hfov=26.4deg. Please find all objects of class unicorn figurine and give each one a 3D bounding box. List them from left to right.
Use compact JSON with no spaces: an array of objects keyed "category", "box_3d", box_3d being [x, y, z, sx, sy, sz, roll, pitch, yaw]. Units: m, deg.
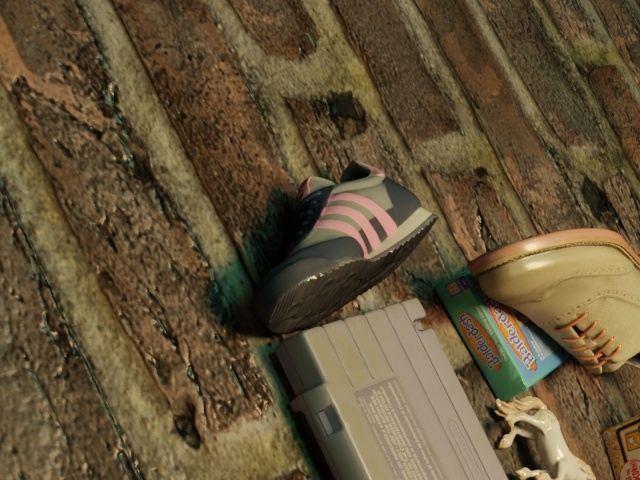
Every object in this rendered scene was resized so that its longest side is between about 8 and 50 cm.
[{"category":"unicorn figurine","box_3d":[0.266,0.253,1.580,0.111,0.060,0.162,-6,78,-38]}]

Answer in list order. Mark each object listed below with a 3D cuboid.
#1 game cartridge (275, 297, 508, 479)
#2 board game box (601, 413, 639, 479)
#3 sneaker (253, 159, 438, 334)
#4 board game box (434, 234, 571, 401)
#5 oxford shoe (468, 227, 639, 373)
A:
[{"category":"game cartridge","box_3d":[0.100,0.241,1.400,0.230,0.068,0.355,-13,74,-49]},{"category":"board game box","box_3d":[0.452,0.268,1.678,0.045,0.193,0.147,18,51,-42]},{"category":"sneaker","box_3d":[0.000,0.000,1.450,0.131,0.112,0.319,44,31,12]},{"category":"board game box","box_3d":[0.244,0.093,1.695,0.210,0.047,0.160,-21,81,-55]},{"category":"oxford shoe","box_3d":[0.330,0.080,1.651,0.397,0.140,0.147,11,63,-43]}]
